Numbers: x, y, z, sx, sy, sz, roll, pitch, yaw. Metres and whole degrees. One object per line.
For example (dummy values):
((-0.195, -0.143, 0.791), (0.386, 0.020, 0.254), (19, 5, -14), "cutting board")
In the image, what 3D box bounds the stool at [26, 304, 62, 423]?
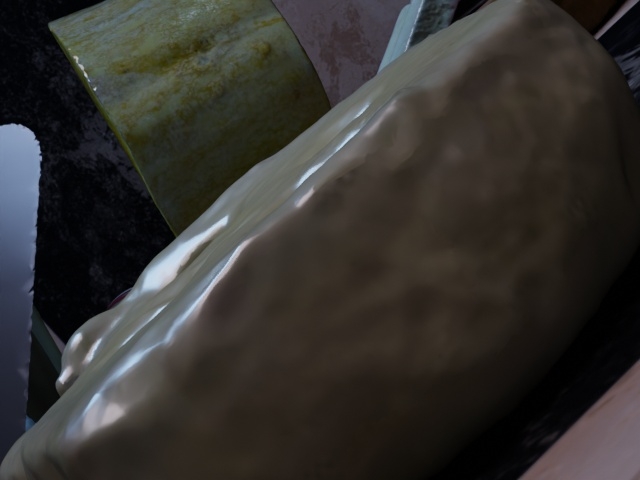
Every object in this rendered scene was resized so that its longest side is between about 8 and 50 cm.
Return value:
((-0.289, 0.142, 1.374), (0.195, 0.198, 0.195), (-43, 4, -3), "stool")

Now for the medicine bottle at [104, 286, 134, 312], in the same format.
((-0.139, 0.080, 1.356), (0.090, 0.090, 0.217), (-42, 5, -2), "medicine bottle")

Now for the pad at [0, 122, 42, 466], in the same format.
((-0.328, 0.114, 1.246), (0.315, 0.375, 0.063), (-10, -25, 26), "pad")

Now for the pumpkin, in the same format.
((-0.098, -0.114, 1.571), (0.199, 0.332, 0.332), (-29, 5, -1), "pumpkin")

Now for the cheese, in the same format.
((-0.008, 0.034, 0.671), (0.318, 0.115, 0.326), (-38, 6, 32), "cheese")

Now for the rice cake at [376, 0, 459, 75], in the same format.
((0.060, -0.108, 1.306), (0.080, 0.042, 0.221), (-40, 29, 60), "rice cake")

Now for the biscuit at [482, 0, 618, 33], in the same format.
((0.196, -0.202, 1.396), (0.359, 0.074, 0.381), (-42, 2, 24), "biscuit")

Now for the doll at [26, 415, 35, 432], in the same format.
((-0.358, 0.246, 1.787), (0.120, 0.075, 0.179), (-5, 28, -3), "doll")
